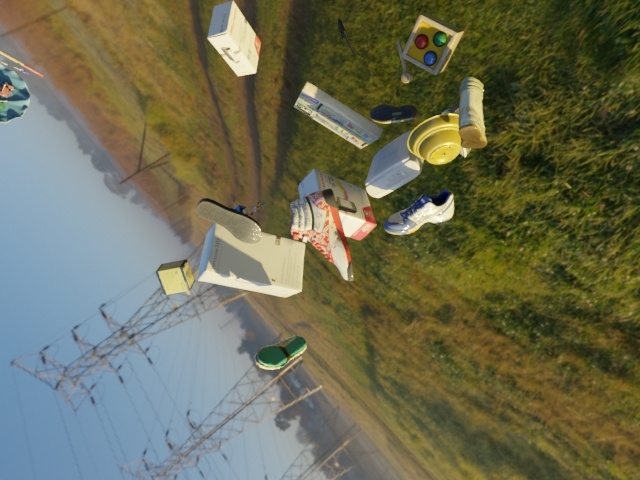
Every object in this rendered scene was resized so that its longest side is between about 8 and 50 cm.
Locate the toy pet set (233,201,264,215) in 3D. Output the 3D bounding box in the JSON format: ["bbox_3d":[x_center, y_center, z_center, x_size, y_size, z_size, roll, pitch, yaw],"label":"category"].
[{"bbox_3d":[-0.329,-0.143,1.804,0.114,0.122,0.065,-29,105,33],"label":"toy pet set"}]

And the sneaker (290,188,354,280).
[{"bbox_3d":[0.000,-0.001,1.153,0.090,0.144,0.270,-54,-52,-88],"label":"sneaker"}]

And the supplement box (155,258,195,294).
[{"bbox_3d":[-0.443,0.111,1.241,0.056,0.083,0.083,-97,-5,-67],"label":"supplement box"}]

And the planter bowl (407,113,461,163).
[{"bbox_3d":[0.421,-0.331,1.416,0.217,0.217,0.091,81,180,-62],"label":"planter bowl"}]

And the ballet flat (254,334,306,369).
[{"bbox_3d":[-0.140,0.392,1.382,0.077,0.240,0.091,-46,65,32],"label":"ballet flat"}]

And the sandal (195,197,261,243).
[{"bbox_3d":[-0.315,-0.078,1.445,0.254,0.097,0.054,33,-157,-22],"label":"sandal"}]

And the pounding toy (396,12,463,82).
[{"bbox_3d":[0.303,-0.582,1.262,0.181,0.094,0.206,34,131,12],"label":"pounding toy"}]

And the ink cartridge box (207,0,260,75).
[{"bbox_3d":[-0.206,-0.486,0.983,0.056,0.099,0.135,-1,162,22],"label":"ink cartridge box"}]

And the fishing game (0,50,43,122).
[{"bbox_3d":[-0.767,-0.349,0.912,0.189,0.264,0.041,29,141,-23],"label":"fishing game"}]

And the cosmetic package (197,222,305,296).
[{"bbox_3d":[-0.269,0.081,1.611,0.384,0.217,0.156,14,157,-27],"label":"cosmetic package"}]

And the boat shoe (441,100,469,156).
[{"bbox_3d":[0.588,-0.456,1.688,0.305,0.091,0.109,38,-165,-54],"label":"boat shoe"}]

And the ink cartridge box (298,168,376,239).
[{"bbox_3d":[0.073,-0.153,1.770,0.306,0.131,0.226,17,-134,-35],"label":"ink cartridge box"}]

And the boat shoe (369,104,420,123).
[{"bbox_3d":[0.275,-0.460,1.498,0.189,0.068,0.072,15,-173,35],"label":"boat shoe"}]

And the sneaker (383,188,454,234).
[{"bbox_3d":[0.382,-0.121,1.591,0.131,0.296,0.112,79,167,-45],"label":"sneaker"}]

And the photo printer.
[{"bbox_3d":[0.332,-0.346,1.774,0.256,0.308,0.107,-30,116,37],"label":"photo printer"}]

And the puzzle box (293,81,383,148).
[{"bbox_3d":[0.077,-0.581,1.922,0.408,0.052,0.272,29,176,-11],"label":"puzzle box"}]

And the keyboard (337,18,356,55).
[{"bbox_3d":[0.110,-0.924,1.850,0.192,0.038,0.100,28,-139,-68],"label":"keyboard"}]

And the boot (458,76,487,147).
[{"bbox_3d":[0.454,-0.374,1.213,0.077,0.165,0.213,-1,173,26],"label":"boot"}]
